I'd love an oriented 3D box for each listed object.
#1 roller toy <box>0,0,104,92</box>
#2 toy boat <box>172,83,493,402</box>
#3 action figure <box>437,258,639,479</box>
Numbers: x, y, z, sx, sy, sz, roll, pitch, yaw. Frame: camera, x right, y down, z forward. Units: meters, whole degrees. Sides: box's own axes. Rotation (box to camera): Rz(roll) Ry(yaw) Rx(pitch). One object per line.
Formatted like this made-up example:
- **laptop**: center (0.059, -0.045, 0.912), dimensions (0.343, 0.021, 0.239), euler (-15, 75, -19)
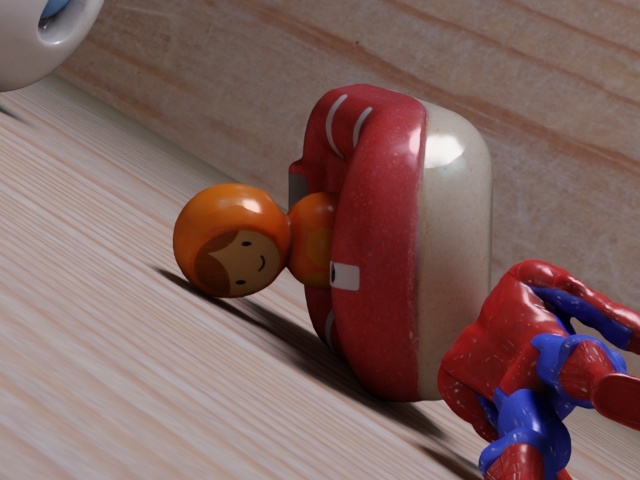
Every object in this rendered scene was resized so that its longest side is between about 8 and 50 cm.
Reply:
- **roller toy**: center (-0.270, -0.219, 1.532), dimensions (0.146, 0.209, 0.191), euler (26, 39, -53)
- **toy boat**: center (0.000, 0.000, 0.991), dimensions (0.151, 0.151, 0.231), euler (-2, 9, -12)
- **action figure**: center (0.120, 0.082, 0.783), dimensions (0.139, 0.091, 0.280), euler (35, 6, -9)
